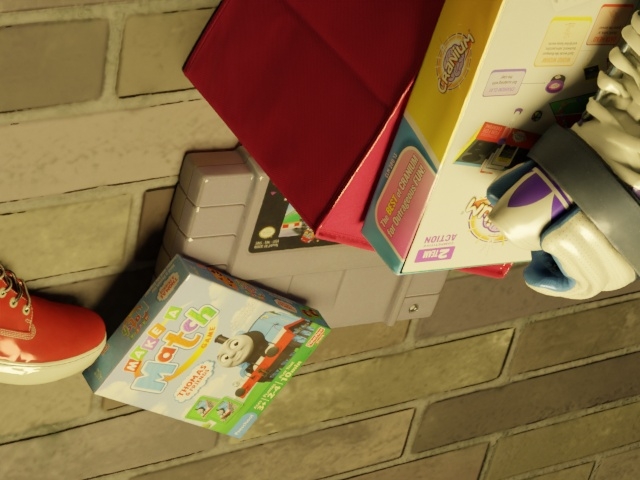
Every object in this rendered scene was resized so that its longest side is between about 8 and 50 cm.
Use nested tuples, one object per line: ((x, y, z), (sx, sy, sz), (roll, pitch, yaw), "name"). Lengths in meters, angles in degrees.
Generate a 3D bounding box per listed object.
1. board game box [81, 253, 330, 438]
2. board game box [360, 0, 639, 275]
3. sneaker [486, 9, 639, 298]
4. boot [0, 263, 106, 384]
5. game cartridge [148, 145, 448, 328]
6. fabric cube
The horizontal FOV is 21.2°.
((-0.112, 0.111, 1.721), (0.211, 0.039, 0.160), (24, 111, -44), "board game box")
((0.189, -0.122, 1.400), (0.242, 0.064, 0.316), (-4, 129, -34), "board game box")
((0.238, -0.082, 1.321), (0.236, 0.130, 0.323), (-28, 144, -19), "sneaker")
((-0.290, 0.039, 1.575), (0.244, 0.088, 0.176), (5, 122, -35), "boot")
((0.000, 0.000, 1.774), (0.355, 0.068, 0.230), (-6, 134, -33), "game cartridge")
((0.083, -0.156, 1.538), (0.254, 0.258, 0.259), (14, 117, -42), "fabric cube")
